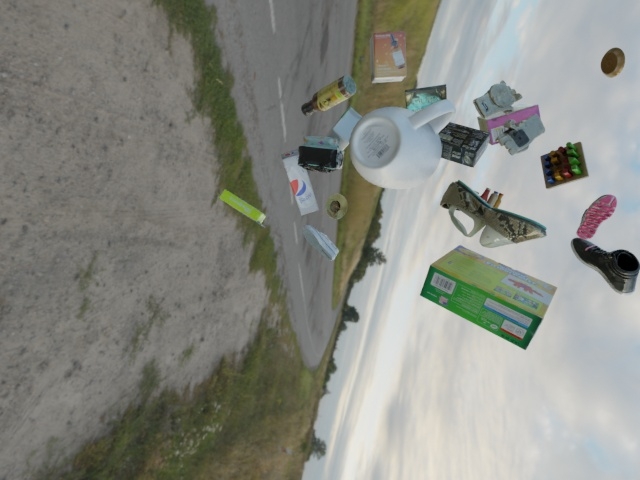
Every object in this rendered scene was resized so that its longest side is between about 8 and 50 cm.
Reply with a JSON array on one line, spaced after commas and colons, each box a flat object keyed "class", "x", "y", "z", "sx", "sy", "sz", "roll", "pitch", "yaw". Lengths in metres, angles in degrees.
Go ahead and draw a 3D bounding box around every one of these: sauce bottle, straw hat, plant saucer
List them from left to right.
[{"class": "sauce bottle", "x": 0.034, "y": -0.755, "z": 2.164, "sx": 0.345, "sy": 0.111, "sz": 0.111, "roll": -13, "pitch": -127, "yaw": 48}, {"class": "straw hat", "x": 0.075, "y": -0.187, "z": 2.261, "sx": 0.061, "sy": 0.145, "sz": 0.144, "roll": 1, "pitch": -105, "yaw": 66}, {"class": "plant saucer", "x": 0.863, "y": -0.528, "z": 1.211, "sx": 0.083, "sy": 0.015, "sz": 0.083, "roll": 169, "pitch": -90, "yaw": -83}]

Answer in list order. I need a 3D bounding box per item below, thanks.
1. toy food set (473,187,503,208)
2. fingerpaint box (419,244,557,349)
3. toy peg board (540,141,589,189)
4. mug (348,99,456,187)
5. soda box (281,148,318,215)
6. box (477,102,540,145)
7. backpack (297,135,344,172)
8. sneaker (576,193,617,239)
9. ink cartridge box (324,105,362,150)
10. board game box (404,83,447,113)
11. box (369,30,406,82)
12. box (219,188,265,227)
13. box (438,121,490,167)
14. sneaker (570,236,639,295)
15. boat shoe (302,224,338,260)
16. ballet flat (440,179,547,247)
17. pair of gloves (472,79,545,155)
[{"class": "toy food set", "x": 0.834, "y": -0.238, "z": 2.125, "sx": 0.104, "sy": 0.233, "sz": 0.111, "roll": -65, "pitch": 173, "yaw": 11}, {"class": "fingerpaint box", "x": 0.705, "y": 0.216, "z": 1.712, "sx": 0.371, "sy": 0.445, "sz": 0.163, "roll": -21, "pitch": 131, "yaw": -51}, {"class": "toy peg board", "x": 0.994, "y": -0.319, "z": 1.686, "sx": 0.161, "sy": 0.079, "sz": 0.161, "roll": -19, "pitch": -118, "yaw": 45}, {"class": "mug", "x": 0.279, "y": -0.338, "z": 1.366, "sx": 0.374, "sy": 0.276, "sz": 0.328, "roll": -32, "pitch": 171, "yaw": 26}, {"class": "soda box", "x": -0.094, "y": -0.267, "z": 1.878, "sx": 0.098, "sy": 0.091, "sz": 0.286, "roll": -111, "pitch": -177, "yaw": -62}, {"class": "box", "x": 0.854, "y": -0.534, "z": 1.861, "sx": 0.243, "sy": 0.214, "sz": 0.117, "roll": -64, "pitch": 137, "yaw": -67}, {"class": "backpack", "x": 0.009, "y": -0.333, "z": 1.589, "sx": 0.188, "sy": 0.166, "sz": 0.144, "roll": 0, "pitch": 96, "yaw": -74}, {"class": "sneaker", "x": 0.832, "y": -0.082, "z": 1.229, "sx": 0.074, "sy": 0.063, "sz": 0.170, "roll": -50, "pitch": 154, "yaw": -35}, {"class": "ink cartridge box", "x": 0.075, "y": -0.440, "z": 1.731, "sx": 0.154, "sy": 0.093, "sz": 0.212, "roll": -58, "pitch": -167, "yaw": -27}, {"class": "board game box", "x": 0.494, "y": -0.654, "z": 1.906, "sx": 0.126, "sy": 0.187, "sz": 0.026, "roll": 70, "pitch": 24, "yaw": -43}, {"class": "box", "x": 0.269, "y": -0.730, "z": 1.630, "sx": 0.091, "sy": 0.130, "sz": 0.170, "roll": -97, "pitch": -177, "yaw": -80}, {"class": "box", "x": -0.269, "y": -0.113, "z": 1.463, "sx": 0.042, "sy": 0.178, "sz": 0.109, "roll": -58, "pitch": 179, "yaw": -3}, {"class": "box", "x": 0.563, "y": -0.388, "z": 1.637, "sx": 0.147, "sy": 0.180, "sz": 0.077, "roll": -49, "pitch": 150, "yaw": -30}, {"class": "sneaker", "x": 1.100, "y": 0.058, "z": 1.567, "sx": 0.146, "sy": 0.105, "sz": 0.295, "roll": 74, "pitch": -6, "yaw": -47}, {"class": "boat shoe", "x": 0.000, "y": 0.000, "z": 2.025, "sx": 0.083, "sy": 0.226, "sz": 0.075, "roll": -21, "pitch": -157, "yaw": 50}, {"class": "ballet flat", "x": 0.643, "y": -0.077, "z": 1.596, "sx": 0.182, "sy": 0.164, "sz": 0.482, "roll": -57, "pitch": -145, "yaw": 13}, {"class": "pair of gloves", "x": 0.625, "y": -0.406, "z": 1.356, "sx": 0.204, "sy": 0.240, "sz": 0.042, "roll": -39, "pitch": -177, "yaw": -22}]
